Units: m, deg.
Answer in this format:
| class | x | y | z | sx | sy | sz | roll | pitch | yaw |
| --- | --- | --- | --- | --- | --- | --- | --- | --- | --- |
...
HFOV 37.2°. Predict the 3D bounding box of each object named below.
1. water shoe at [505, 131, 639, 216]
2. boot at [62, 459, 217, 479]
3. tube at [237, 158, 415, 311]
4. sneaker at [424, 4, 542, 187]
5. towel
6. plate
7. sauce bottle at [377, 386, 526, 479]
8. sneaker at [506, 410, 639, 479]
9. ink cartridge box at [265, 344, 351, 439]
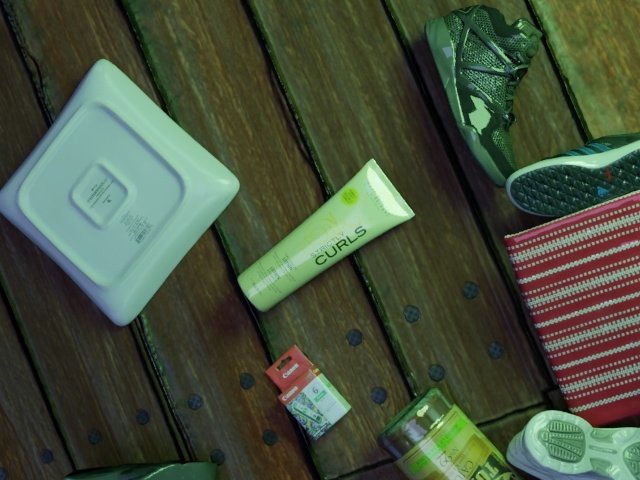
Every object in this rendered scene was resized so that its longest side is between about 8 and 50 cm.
| class | x | y | z | sx | sy | sz | roll | pitch | yaw |
| --- | --- | --- | --- | --- | --- | --- | --- | --- | --- |
| water shoe | 0.325 | -0.082 | 1.149 | 0.203 | 0.080 | 0.073 | -12 | 111 | 12 |
| boot | -0.158 | 0.515 | 1.264 | 0.367 | 0.146 | 0.445 | 2 | 70 | -26 |
| tube | 0.000 | 0.000 | 1.246 | 0.240 | 0.062 | 0.070 | -36 | 125 | 9 |
| sneaker | 0.221 | -0.184 | 1.162 | 0.130 | 0.087 | 0.228 | -19 | 83 | 21 |
| towel | 0.359 | 0.087 | 1.144 | 0.198 | 0.031 | 0.275 | -21 | 101 | 15 |
| plate | -0.296 | -0.064 | 1.321 | 0.278 | 0.045 | 0.277 | 42 | 101 | 8 |
| sauce bottle | 0.223 | 0.339 | 1.182 | 0.344 | 0.111 | 0.111 | 45 | 102 | 7 |
| sneaker | 0.335 | 0.272 | 1.168 | 0.232 | 0.115 | 0.090 | 22 | 64 | -8 |
| ink cartridge box | -0.020 | 0.203 | 1.275 | 0.063 | 0.029 | 0.115 | -44 | 83 | 13 |
